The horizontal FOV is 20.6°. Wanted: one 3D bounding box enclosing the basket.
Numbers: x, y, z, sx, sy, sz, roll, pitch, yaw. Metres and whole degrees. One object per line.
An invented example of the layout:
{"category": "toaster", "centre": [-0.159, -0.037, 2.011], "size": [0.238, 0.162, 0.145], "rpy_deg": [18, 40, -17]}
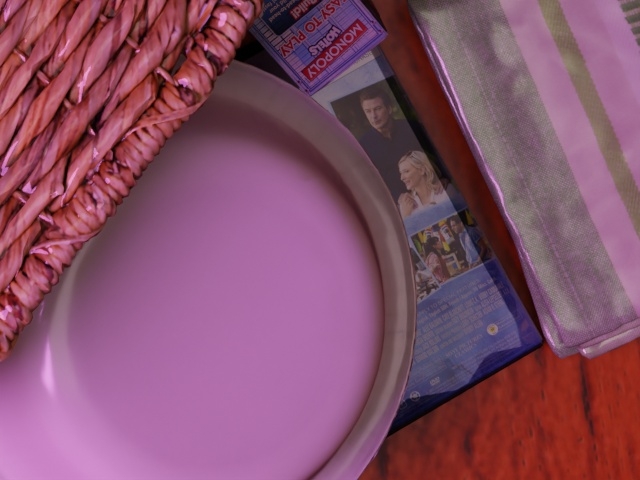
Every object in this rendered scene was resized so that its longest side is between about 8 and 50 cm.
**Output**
{"category": "basket", "centre": [-0.208, -0.060, 0.861], "size": [0.223, 0.213, 0.299], "rpy_deg": [37, 82, -9]}

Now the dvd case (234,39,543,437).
{"category": "dvd case", "centre": [0.000, 0.000, 1.077], "size": [0.180, 0.022, 0.253], "rpy_deg": [-30, 96, -4]}

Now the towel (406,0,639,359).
{"category": "towel", "centre": [0.247, -0.098, 1.089], "size": [0.325, 0.038, 0.248], "rpy_deg": [-24, 95, -7]}

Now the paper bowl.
{"category": "paper bowl", "centre": [-0.080, 0.040, 0.952], "size": [0.284, 0.148, 0.284], "rpy_deg": [-1, 93, -22]}

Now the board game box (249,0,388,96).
{"category": "board game box", "centre": [-0.041, -0.178, 0.984], "size": [0.060, 0.194, 0.194], "rpy_deg": [-37, 97, 13]}
